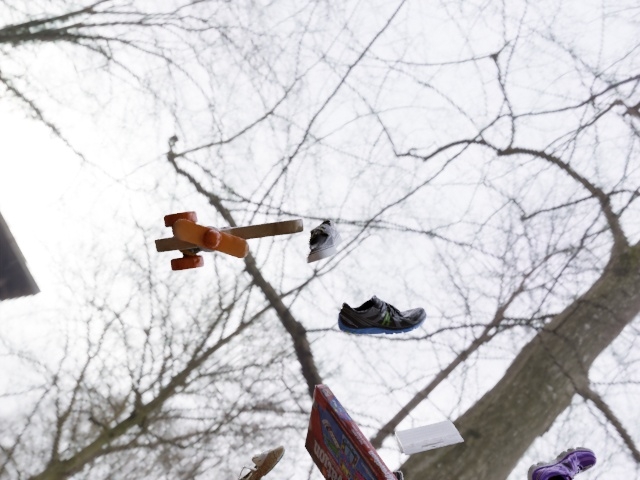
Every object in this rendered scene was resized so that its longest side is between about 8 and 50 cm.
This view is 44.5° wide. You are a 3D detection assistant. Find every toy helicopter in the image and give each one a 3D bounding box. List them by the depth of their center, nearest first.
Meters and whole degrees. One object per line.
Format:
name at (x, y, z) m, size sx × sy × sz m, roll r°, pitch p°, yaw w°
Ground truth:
toy helicopter at (-0.215, -0.016, 1.845) m, size 0.235 × 0.354 × 0.140 m, roll 170°, pitch -88°, yaw -88°

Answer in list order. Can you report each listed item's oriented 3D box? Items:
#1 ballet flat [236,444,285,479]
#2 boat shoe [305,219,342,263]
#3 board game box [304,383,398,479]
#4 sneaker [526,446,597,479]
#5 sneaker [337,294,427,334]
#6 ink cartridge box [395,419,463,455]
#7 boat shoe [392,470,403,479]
ballet flat at (-0.187, 0.667, 2.278) m, size 0.067 × 0.206 × 0.073 m, roll 38°, pitch 4°, yaw -10°
boat shoe at (0.000, 0.000, 1.865) m, size 0.077 × 0.219 × 0.070 m, roll -19°, pitch -81°, yaw 12°
board game box at (0.051, 0.386, 1.327) m, size 0.281 × 0.027 × 0.145 m, roll 46°, pitch -46°, yaw 51°
sneaker at (0.528, 0.502, 1.680) m, size 0.071 × 0.169 × 0.068 m, roll -144°, pitch -140°, yaw -61°
sneaker at (0.127, 0.149, 1.580) m, size 0.067 × 0.188 × 0.078 m, roll -161°, pitch -109°, yaw -78°
ink cartridge box at (0.263, 0.487, 1.877) m, size 0.179 × 0.145 × 0.045 m, roll -114°, pitch -169°, yaw -85°
boat shoe at (0.165, 0.618, 1.881) m, size 0.043 × 0.137 × 0.049 m, roll 20°, pitch -27°, yaw -5°
